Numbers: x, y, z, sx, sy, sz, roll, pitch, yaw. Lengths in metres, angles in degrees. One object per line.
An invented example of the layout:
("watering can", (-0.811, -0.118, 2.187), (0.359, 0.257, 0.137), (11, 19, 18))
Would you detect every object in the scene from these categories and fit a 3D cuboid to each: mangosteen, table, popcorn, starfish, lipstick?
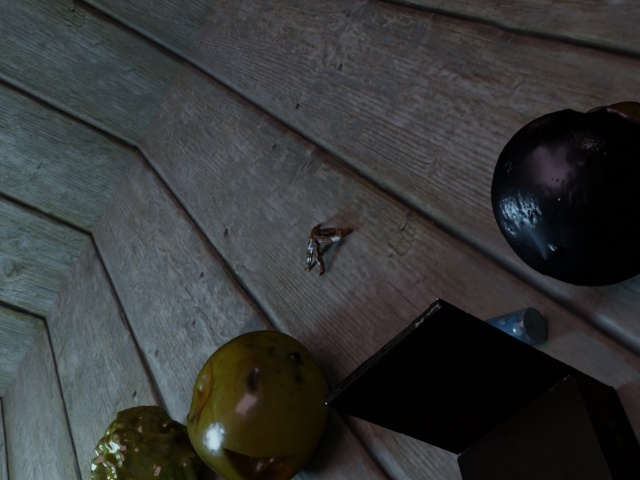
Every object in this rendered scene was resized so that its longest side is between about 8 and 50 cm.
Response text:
("mangosteen", (0.319, -0.068, 0.974), (0.250, 0.211, 0.211), (-40, 20, -25))
("table", (0.174, 0.248, 0.838), (0.196, 0.282, 0.251), (-44, 35, 30))
("popcorn", (-0.313, 0.417, 1.598), (0.235, 0.216, 0.181), (45, 119, 49))
("starfish", (-0.005, -0.001, 1.576), (0.133, 0.041, 0.130), (-53, 29, 18))
("lipstick", (0.217, 0.127, 1.107), (0.158, 0.048, 0.048), (-26, 46, 47))

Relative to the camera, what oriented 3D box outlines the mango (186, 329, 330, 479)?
("mango", (-0.115, 0.281, 1.410), (0.365, 0.182, 0.253), (-31, 44, 61))
